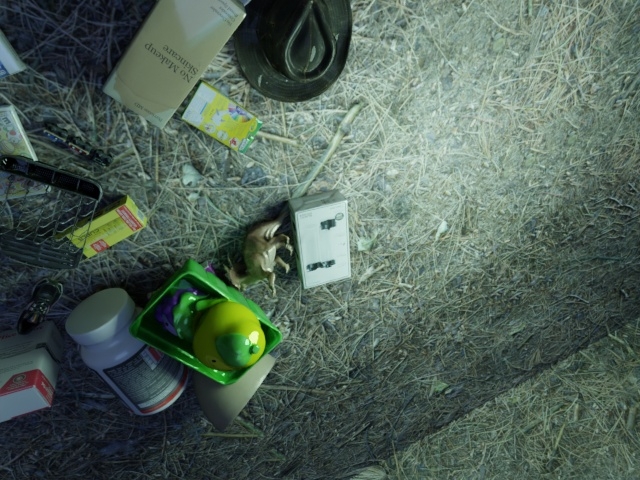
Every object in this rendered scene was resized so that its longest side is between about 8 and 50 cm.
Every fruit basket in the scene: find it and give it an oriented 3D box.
[{"bbox_3d":[-0.284,0.254,1.101,0.283,0.392,0.392,-43,126,8],"label":"fruit basket"}]

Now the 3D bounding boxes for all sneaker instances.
[{"bbox_3d":[-0.764,0.187,1.109,0.072,0.077,0.178,26,108,-33],"label":"sneaker"}]

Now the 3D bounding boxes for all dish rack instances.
[{"bbox_3d":[-0.645,-0.050,0.955,0.208,0.074,0.272,19,106,-21],"label":"dish rack"}]

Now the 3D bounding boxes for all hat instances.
[{"bbox_3d":[-0.046,-0.476,0.945,0.331,0.134,0.332,-9,123,-15],"label":"hat"}]

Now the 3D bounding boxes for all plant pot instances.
[{"bbox_3d":[-0.313,0.455,1.363,0.191,0.284,0.284,38,104,0],"label":"plant pot"}]

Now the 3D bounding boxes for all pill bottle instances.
[{"bbox_3d":[-0.555,0.327,1.196,0.210,0.210,0.363,-22,126,-7],"label":"pill bottle"}]

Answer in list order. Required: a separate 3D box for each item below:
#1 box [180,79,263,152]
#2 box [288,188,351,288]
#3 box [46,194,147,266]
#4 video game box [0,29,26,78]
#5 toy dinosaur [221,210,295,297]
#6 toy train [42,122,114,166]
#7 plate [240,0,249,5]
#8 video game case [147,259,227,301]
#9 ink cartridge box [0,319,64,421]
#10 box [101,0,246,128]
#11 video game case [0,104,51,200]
[{"bbox_3d":[-0.245,-0.307,1.028,0.179,0.043,0.105,29,106,-30],"label":"box"},{"bbox_3d":[0.000,0.000,1.286,0.169,0.087,0.290,-15,124,-12],"label":"box"},{"bbox_3d":[-0.580,-0.021,1.063,0.232,0.058,0.087,-29,124,-3],"label":"box"},{"bbox_3d":[-0.731,-0.388,0.785,0.205,0.048,0.187,-24,123,-6],"label":"video game box"},{"bbox_3d":[-0.195,0.042,1.226,0.200,0.127,0.296,17,99,9],"label":"toy dinosaur"},{"bbox_3d":[-0.571,-0.223,0.962,0.158,0.027,0.036,32,116,-34],"label":"toy train"},{"bbox_3d":[-0.229,-0.614,0.821,0.278,0.045,0.277,-35,127,14],"label":"plate"},{"bbox_3d":[-0.385,0.199,1.286,0.210,0.042,0.232,-29,126,-3],"label":"video game case"},{"bbox_3d":[-0.811,0.348,1.093,0.171,0.237,0.100,-14,127,-13],"label":"ink cartridge box"},{"bbox_3d":[-0.308,-0.410,0.857,0.148,0.121,0.311,30,116,-34],"label":"box"},{"bbox_3d":[-0.768,-0.182,0.910,0.226,0.026,0.207,-13,124,-14],"label":"video game case"}]
